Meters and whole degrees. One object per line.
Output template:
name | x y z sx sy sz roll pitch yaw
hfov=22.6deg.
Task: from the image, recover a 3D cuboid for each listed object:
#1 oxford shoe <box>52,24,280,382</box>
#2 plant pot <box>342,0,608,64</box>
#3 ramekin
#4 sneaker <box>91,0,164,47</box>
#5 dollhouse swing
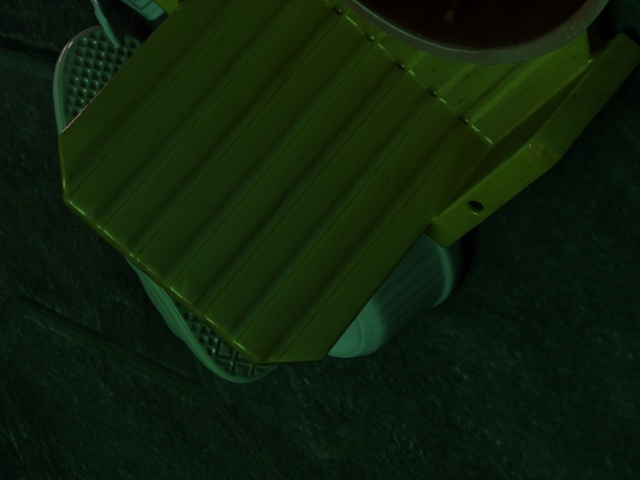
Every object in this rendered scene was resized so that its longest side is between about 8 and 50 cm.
oxford shoe | -0.178 -0.037 1.855 0.449 0.169 0.130 61 171 -12
plant pot | 0.137 -0.296 1.017 0.272 0.265 0.272 27 141 24
ramekin | 0.000 0.000 1.605 0.273 0.127 0.273 35 155 19
sneaker | -0.223 -0.296 1.540 0.137 0.366 0.210 -36 101 16
dollhouse swing | -0.002 -0.114 1.301 0.347 0.305 0.315 41 150 -4
